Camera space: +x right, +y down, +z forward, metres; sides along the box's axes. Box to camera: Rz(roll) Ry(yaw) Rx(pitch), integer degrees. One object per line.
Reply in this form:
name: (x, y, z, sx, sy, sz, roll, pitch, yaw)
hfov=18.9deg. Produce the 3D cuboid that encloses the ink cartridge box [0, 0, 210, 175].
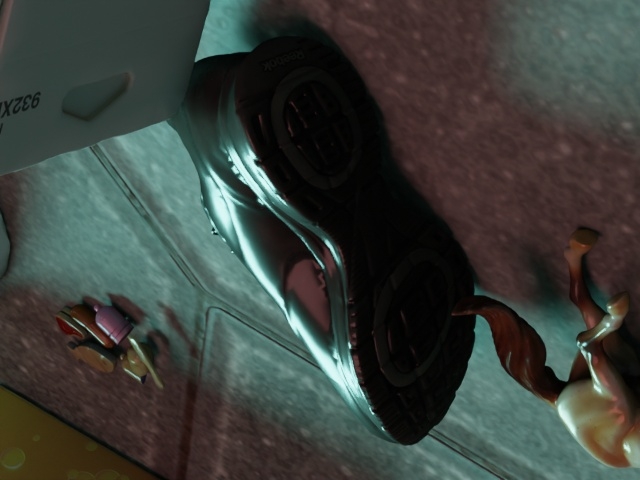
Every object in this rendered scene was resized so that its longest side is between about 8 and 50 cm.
ink cartridge box: (-0.236, -0.168, 1.047, 0.307, 0.223, 0.129, 26, 114, 18)

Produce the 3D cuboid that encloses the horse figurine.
horse figurine: (0.206, 0.095, 1.114, 0.263, 0.066, 0.174, 21, 139, 21)

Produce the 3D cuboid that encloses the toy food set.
toy food set: (-0.166, 0.076, 1.512, 0.122, 0.019, 0.078, 16, 143, 44)

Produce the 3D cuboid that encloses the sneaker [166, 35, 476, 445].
sneaker: (0.000, 0.000, 1.182, 0.130, 0.109, 0.286, 6, 128, 50)

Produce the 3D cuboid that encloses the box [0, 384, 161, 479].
box: (-0.286, 0.276, 1.700, 0.345, 0.215, 0.168, 27, 147, 16)

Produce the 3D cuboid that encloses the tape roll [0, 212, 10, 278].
tape roll: (-0.387, -0.030, 1.519, 0.286, 0.100, 0.286, 26, 147, 19)
